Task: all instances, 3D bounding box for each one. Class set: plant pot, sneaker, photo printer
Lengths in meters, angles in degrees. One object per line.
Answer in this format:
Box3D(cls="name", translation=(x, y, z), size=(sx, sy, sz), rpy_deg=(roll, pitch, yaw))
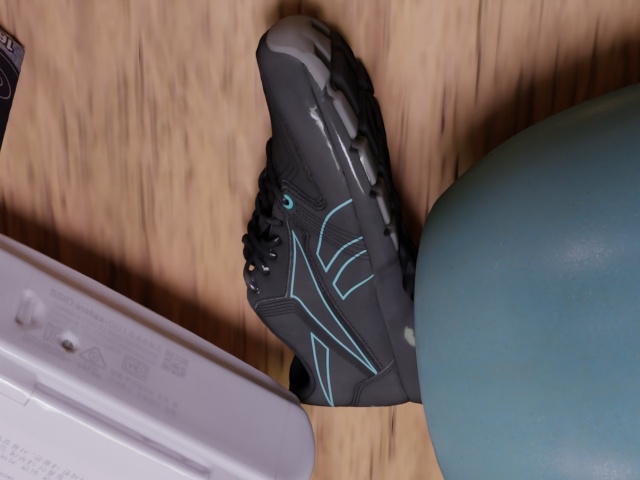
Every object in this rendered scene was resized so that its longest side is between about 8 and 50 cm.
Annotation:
Box3D(cls="plant pot", translation=(0.185, 0.050, 0.908), size=(0.235, 0.293, 0.293), rpy_deg=(-7, 127, 21))
Box3D(cls="sneaker", translation=(0.000, 0.000, 0.972), size=(0.106, 0.101, 0.267), rpy_deg=(-12, 125, 10))
Box3D(cls="photo printer", translation=(-0.187, 0.152, 1.054), size=(0.256, 0.107, 0.307), rpy_deg=(29, 130, -17))

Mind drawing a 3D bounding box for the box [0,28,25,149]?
Box3D(cls="box", translation=(-0.294, -0.098, 0.867), size=(0.163, 0.142, 0.247), rpy_deg=(-34, 120, 22))
